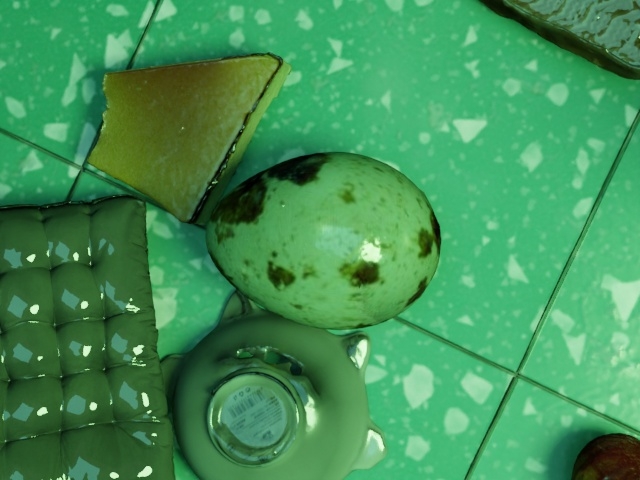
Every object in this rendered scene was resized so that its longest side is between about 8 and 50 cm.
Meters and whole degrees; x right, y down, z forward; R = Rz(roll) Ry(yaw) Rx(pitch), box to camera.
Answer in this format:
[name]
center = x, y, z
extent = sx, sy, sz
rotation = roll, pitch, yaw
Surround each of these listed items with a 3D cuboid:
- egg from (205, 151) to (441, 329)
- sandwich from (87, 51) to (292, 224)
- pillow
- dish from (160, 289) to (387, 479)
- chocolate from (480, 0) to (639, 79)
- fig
[egg]
center = 0.000, 0.000, 1.043
extent = 0.231, 0.169, 0.169
rotation = 2, 88, 20
[sandwich]
center = -0.144, -0.135, 1.124
extent = 0.162, 0.058, 0.193
rotation = 31, 95, 9
[pillow]
center = -0.268, 0.119, 1.072
extent = 0.228, 0.101, 0.326
rotation = -5, 80, -14
[dish]
center = -0.059, 0.159, 1.084
extent = 0.236, 0.086, 0.227
rotation = -5, 87, 8
[chocolate]
center = 0.263, -0.252, 1.051
extent = 0.214, 0.093, 0.148
rotation = 32, 94, 9
[fig]
center = 0.293, 0.253, 1.035
extent = 0.119, 0.153, 0.119
rotation = -2, 46, 2
